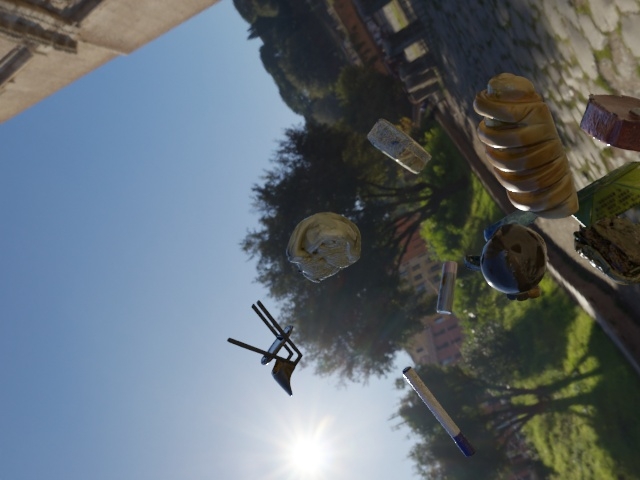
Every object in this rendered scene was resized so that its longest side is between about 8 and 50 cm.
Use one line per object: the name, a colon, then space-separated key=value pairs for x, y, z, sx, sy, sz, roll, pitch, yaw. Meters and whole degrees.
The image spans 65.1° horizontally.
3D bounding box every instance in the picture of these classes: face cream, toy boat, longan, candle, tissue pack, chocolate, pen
face cream: x=0.488 y=0.181 z=1.933 sx=0.084 sy=0.057 sz=0.199 roll=107 pitch=174 yaw=-72
toy boat: x=0.923 y=-0.068 z=2.345 sx=0.123 sy=0.329 sz=0.215 roll=60 pitch=167 yaw=11
longan: x=0.496 y=0.046 z=1.295 sx=0.167 sy=0.167 sz=0.187 roll=50 pitch=-135 yaw=-31
candle: x=0.904 y=-0.319 z=1.442 sx=0.316 sy=0.132 sz=0.287 roll=30 pitch=-144 yaw=35
tissue pack: x=0.258 y=-0.304 z=1.634 sx=0.148 sy=0.092 sz=0.196 roll=44 pitch=-166 yaw=28
chocolate: x=1.099 y=-0.170 z=1.912 sx=0.137 sy=0.288 sz=0.300 roll=55 pitch=-154 yaw=6
pen: x=0.306 y=0.442 z=1.304 sx=0.269 sy=0.033 sz=0.033 roll=52 pitch=-164 yaw=6
toy boat: x=0.562 y=0.071 z=1.732 sx=0.060 sy=0.137 sz=0.061 roll=-76 pitch=-13 yaw=-45

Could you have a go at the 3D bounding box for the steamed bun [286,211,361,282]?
steamed bun: x=0.000 y=0.000 z=2.272 sx=0.346 sy=0.394 sz=0.238 roll=5 pitch=-128 yaw=-22

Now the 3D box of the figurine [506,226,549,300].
figurine: x=0.726 y=0.082 z=1.788 sx=0.192 sy=0.167 sz=0.257 roll=-15 pitch=-86 yaw=-70

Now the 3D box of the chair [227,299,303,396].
chair: x=-0.142 y=0.318 z=1.481 sx=0.246 sy=0.173 sz=0.158 roll=35 pitch=164 yaw=-5

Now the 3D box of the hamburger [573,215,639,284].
hamburger: x=0.725 y=0.037 z=1.229 sx=0.205 sy=0.130 sz=0.183 roll=-6 pitch=-136 yaw=-29

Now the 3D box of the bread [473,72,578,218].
bread: x=0.403 y=-0.185 z=1.014 sx=0.311 sy=0.121 sz=0.173 roll=55 pitch=-172 yaw=-24
